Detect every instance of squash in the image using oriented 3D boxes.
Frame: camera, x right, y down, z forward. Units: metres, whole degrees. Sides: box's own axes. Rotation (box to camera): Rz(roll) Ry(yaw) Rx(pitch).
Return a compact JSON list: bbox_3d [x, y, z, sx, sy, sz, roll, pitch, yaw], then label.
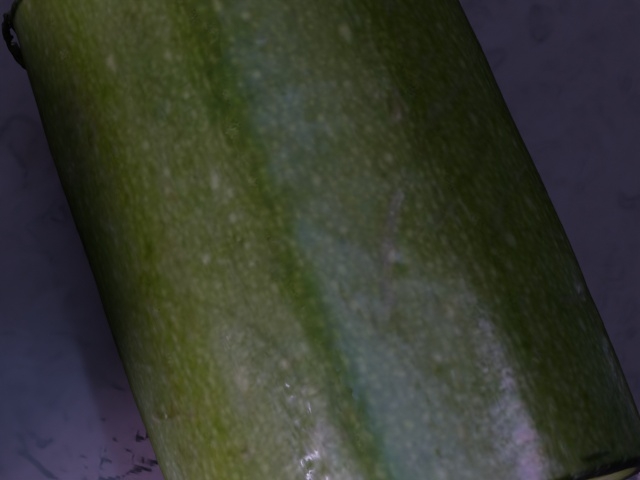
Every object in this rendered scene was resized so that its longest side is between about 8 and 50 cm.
[{"bbox_3d":[0.000,0.000,1.051,0.263,0.263,0.384,-19,75,-13],"label":"squash"}]
